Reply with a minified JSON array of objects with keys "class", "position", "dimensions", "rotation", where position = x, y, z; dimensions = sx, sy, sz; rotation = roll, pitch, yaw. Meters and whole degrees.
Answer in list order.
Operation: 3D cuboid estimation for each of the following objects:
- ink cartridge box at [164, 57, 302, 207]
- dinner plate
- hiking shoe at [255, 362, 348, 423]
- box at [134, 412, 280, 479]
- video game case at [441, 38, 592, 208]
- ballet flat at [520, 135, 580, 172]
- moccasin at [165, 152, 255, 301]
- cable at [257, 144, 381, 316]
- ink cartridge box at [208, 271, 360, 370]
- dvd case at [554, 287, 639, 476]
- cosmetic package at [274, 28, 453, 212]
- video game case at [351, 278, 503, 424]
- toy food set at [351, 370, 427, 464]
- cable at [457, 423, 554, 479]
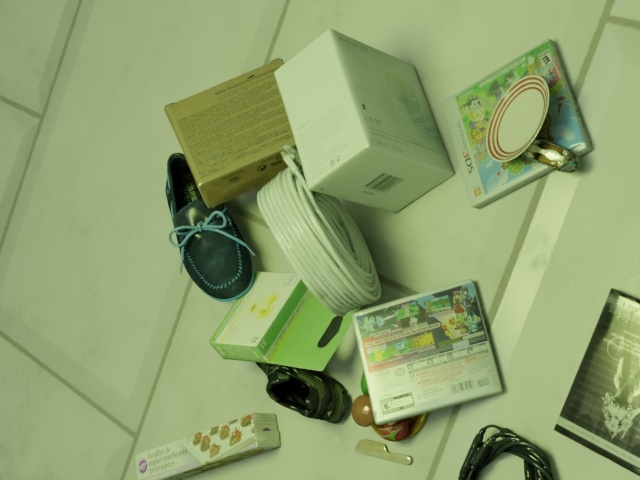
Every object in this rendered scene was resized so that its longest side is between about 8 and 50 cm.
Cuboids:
[{"class":"ink cartridge box","position":[-0.135,-0.193,1.959],"dimensions":[0.235,0.088,0.193],"rotation":[-23,60,-3]},{"class":"dinner plate","position":[0.299,-0.181,1.640],"dimensions":[0.141,0.017,0.141],"rotation":[-46,31,39]},{"class":"hiking shoe","position":[-0.055,0.227,1.858],"dimensions":[0.227,0.114,0.086],"rotation":[33,103,40]},{"class":"box","position":[-0.211,0.385,1.998],"dimensions":[0.324,0.067,0.063],"rotation":[-25,66,35]},{"class":"video game case","position":[0.297,-0.179,1.693],"dimensions":[0.212,0.023,0.193],"rotation":[-29,64,34]},{"class":"ballet flat","position":[0.329,-0.131,1.613],"dimensions":[0.114,0.041,0.041],"rotation":[27,99,42]},{"class":"moccasin","position":[-0.229,-0.028,2.011],"dimensions":[0.138,0.117,0.342],"rotation":[-29,49,-6]},{"class":"cable","position":[0.000,0.000,1.757],"dimensions":[0.089,0.257,0.257],"rotation":[-31,48,12]},{"class":"ink cartridge box","position":[-0.057,0.134,1.866],"dimensions":[0.235,0.056,0.171],"rotation":[0,46,43]},{"class":"dvd case","position":[0.431,0.197,1.503],"dimensions":[0.164,0.018,0.221],"rotation":[26,98,40]},{"class":"cosmetic package","position":[0.070,-0.189,1.759],"dimensions":[0.138,0.224,0.224],"rotation":[-35,61,32]},{"class":"video game case","position":[0.162,0.172,1.691],"dimensions":[0.201,0.023,0.183],"rotation":[-17,68,13]},{"class":"toy food set","position":[0.106,0.249,1.742],"dimensions":[0.128,0.071,0.218],"rotation":[15,92,42]},{"class":"cable","position":[0.266,0.373,1.602],"dimensions":[0.150,0.047,0.184],"rotation":[26,96,36]}]
